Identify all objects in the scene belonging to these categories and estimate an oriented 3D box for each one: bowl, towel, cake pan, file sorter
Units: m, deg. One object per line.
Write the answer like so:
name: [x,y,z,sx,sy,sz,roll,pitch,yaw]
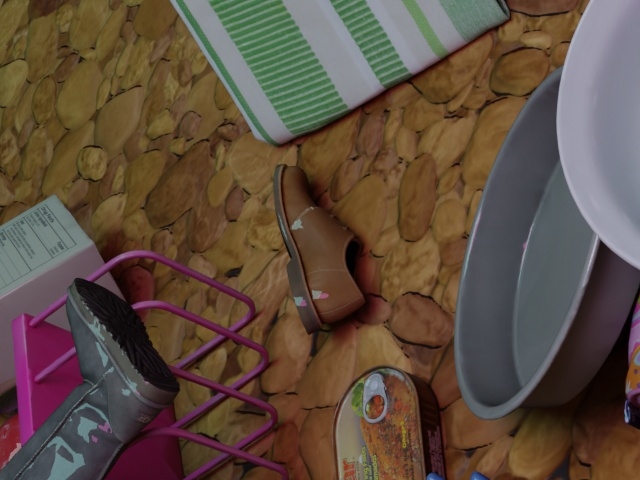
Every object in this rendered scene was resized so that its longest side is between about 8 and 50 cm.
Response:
bowl: [0.316,-0.090,1.026,0.298,0.134,0.297,-18,61,36]
towel: [0.002,-0.254,1.572,0.325,0.038,0.248,-29,95,35]
cake pan: [0.185,0.005,1.241,0.293,0.054,0.293,-165,90,-78]
file sorter: [-0.153,0.183,1.501,0.182,0.202,0.290,-35,48,27]

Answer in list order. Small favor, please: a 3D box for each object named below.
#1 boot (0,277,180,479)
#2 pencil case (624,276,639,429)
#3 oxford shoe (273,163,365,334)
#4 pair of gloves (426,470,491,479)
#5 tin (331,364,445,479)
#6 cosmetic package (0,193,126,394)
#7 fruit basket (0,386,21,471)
boot: [-0.229,0.160,1.396,0.208,0.076,0.189,-54,41,17]
pencil case: [0.299,0.004,1.160,0.124,0.124,0.284,-8,66,45]
oxford shoe: [0.000,0.000,1.542,0.076,0.076,0.212,-20,49,4]
pair of gloves: [0.107,0.292,1.266,0.159,0.023,0.198,33,95,36]
tin: [0.061,0.203,1.381,0.106,0.040,0.189,-25,54,33]
cosmetic package: [-0.385,0.092,1.744,0.309,0.113,0.160,-30,32,-11]
fruit basket: [-0.342,0.281,1.700,0.353,0.165,0.327,-25,37,14]
